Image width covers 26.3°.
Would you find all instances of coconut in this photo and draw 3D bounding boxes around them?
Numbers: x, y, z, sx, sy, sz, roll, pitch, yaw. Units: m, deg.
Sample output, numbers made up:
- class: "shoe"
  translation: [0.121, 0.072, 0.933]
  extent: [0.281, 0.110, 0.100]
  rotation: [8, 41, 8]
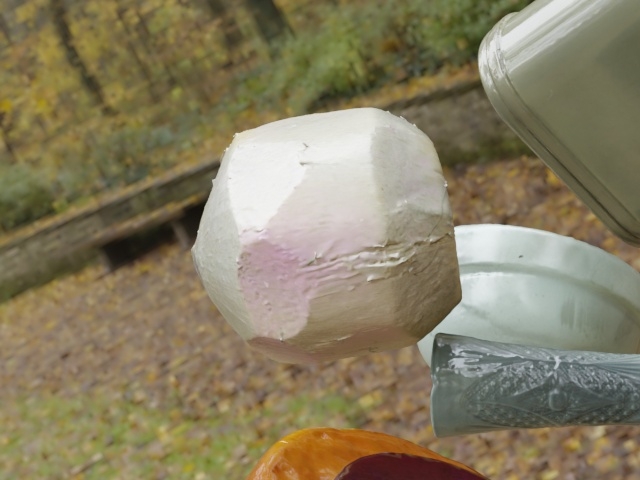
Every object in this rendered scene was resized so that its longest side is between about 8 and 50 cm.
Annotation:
- class: "coconut"
  translation: [0.000, -0.002, 1.187]
  extent: [0.230, 0.227, 0.227]
  rotation: [-9, 12, 3]

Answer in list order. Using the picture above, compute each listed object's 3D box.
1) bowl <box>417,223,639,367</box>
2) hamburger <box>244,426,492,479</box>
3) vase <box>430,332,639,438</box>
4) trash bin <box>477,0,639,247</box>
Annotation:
- class: "bowl"
  translation: [0.248, 0.116, 1.669]
  extent: [0.307, 0.307, 0.163]
  rotation: [-15, 53, 48]
- class: "hamburger"
  translation: [0.046, 0.277, 0.740]
  extent: [0.250, 0.330, 0.330]
  rotation: [-61, 3, 15]
- class: "vase"
  translation: [0.211, 0.131, 1.217]
  extent: [0.219, 0.096, 0.096]
  rotation: [0, 18, 12]
- class: "trash bin"
  translation: [0.290, -0.138, 1.099]
  extent: [0.247, 0.243, 0.121]
  rotation: [-36, 16, 42]
